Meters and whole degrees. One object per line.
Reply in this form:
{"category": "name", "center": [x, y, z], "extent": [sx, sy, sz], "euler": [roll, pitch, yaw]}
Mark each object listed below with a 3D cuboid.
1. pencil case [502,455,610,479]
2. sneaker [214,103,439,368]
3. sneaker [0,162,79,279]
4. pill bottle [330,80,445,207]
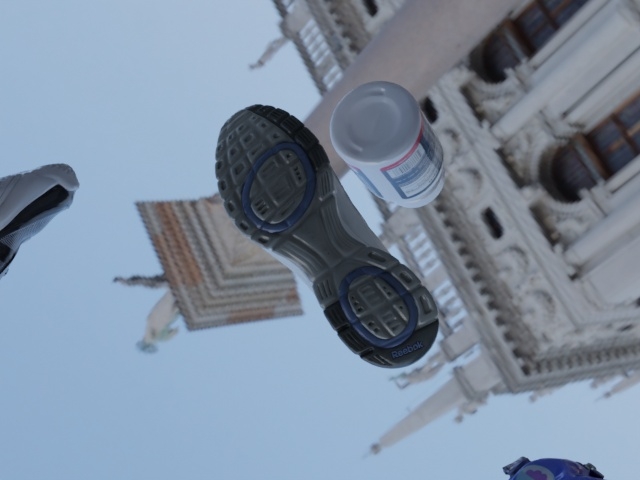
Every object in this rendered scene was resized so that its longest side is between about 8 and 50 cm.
{"category": "pencil case", "center": [0.291, 0.287, 0.864], "extent": [0.119, 0.306, 0.133], "euler": [43, -106, -31]}
{"category": "sneaker", "center": [0.000, 0.000, 0.937], "extent": [0.297, 0.111, 0.129], "euler": [55, -178, 11]}
{"category": "sneaker", "center": [-0.287, 0.049, 0.789], "extent": [0.268, 0.101, 0.153], "euler": [-38, -70, -37]}
{"category": "pill bottle", "center": [0.089, -0.107, 1.174], "extent": [0.108, 0.108, 0.180], "euler": [67, -169, 25]}
